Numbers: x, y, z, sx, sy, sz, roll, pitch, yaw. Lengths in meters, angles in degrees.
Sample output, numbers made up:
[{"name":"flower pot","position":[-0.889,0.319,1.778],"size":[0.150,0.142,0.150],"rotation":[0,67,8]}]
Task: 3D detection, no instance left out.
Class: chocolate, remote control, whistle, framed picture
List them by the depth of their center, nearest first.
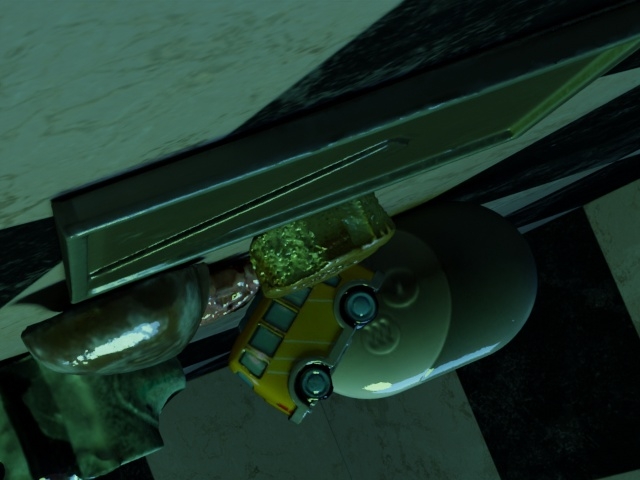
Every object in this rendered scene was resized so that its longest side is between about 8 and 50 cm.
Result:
[{"name":"framed picture","position":[0.011,-0.060,0.987],"size":[0.446,0.028,0.326],"rotation":[-21,174,-14]},{"name":"chocolate","position":[-0.179,0.086,1.220],"size":[0.157,0.080,0.254],"rotation":[-20,180,1]},{"name":"whistle","position":[-0.359,0.232,1.544],"size":[0.405,0.168,0.188],"rotation":[-17,172,-44]},{"name":"remote control","position":[0.116,0.074,1.640],"size":[0.332,0.221,0.103],"rotation":[-23,157,1]}]

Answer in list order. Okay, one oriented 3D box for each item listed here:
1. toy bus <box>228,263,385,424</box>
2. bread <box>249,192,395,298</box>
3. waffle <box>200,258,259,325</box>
[{"name":"toy bus","position":[-0.020,0.103,1.524],"size":[0.209,0.136,0.126],"rotation":[-59,179,-7]},{"name":"bread","position":[0.000,0.000,1.271],"size":[0.140,0.069,0.128],"rotation":[-22,173,-15]},{"name":"waffle","position":[-0.163,0.081,1.461],"size":[0.221,0.055,0.234],"rotation":[-22,172,-26]}]
